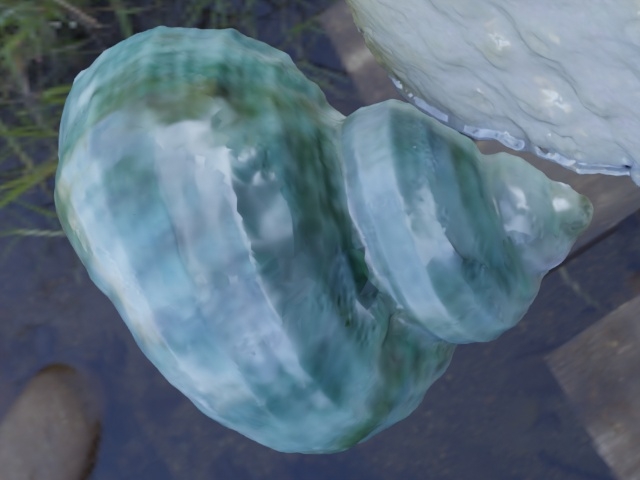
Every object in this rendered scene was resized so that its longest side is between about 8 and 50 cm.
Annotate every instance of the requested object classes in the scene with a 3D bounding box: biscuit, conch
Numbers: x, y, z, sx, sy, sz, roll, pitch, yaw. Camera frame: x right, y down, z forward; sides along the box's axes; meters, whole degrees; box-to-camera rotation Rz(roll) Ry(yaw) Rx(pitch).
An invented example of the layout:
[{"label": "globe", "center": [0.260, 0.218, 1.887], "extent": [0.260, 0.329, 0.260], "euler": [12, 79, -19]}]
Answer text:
[{"label": "biscuit", "center": [0.091, -0.085, 0.665], "extent": [0.188, 0.265, 0.040], "euler": [41, 73, -13]}, {"label": "conch", "center": [0.000, 0.000, 0.824], "extent": [0.277, 0.195, 0.220], "euler": [-1, 87, 14]}]
